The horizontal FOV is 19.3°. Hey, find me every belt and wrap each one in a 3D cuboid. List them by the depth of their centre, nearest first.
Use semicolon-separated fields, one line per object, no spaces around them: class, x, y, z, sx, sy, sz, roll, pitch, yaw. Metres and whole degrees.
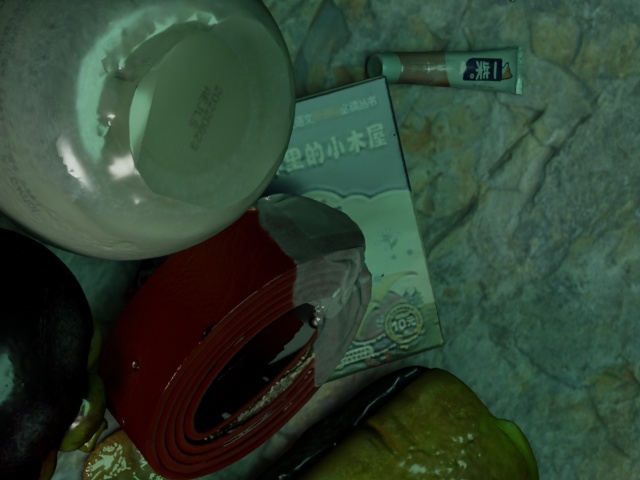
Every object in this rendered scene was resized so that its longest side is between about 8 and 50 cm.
belt;-0.084;0.095;1.942;0.324;0.115;0.227;-49;146;8

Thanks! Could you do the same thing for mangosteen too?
mangosteen;-0.321;0.135;1.824;0.302;0.275;0.275;36;80;-41

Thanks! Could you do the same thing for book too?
book;0.000;0.000;2.071;0.228;0.018;0.322;-17;105;-12

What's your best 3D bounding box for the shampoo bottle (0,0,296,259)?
shampoo bottle;-0.189;-0.140;1.813;0.322;0.317;0.323;-3;97;-24

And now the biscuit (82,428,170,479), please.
biscuit;-0.187;0.320;2.036;0.118;0.029;0.247;-16;104;-24

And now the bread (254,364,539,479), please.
bread;0.069;0.309;2.054;0.376;0.208;0.251;-38;97;-21

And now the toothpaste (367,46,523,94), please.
toothpaste;0.148;-0.195;2.138;0.205;0.036;0.056;-2;98;-31

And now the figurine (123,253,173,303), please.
figurine;-0.171;0.023;1.996;0.060;0.047;0.106;16;87;-36
